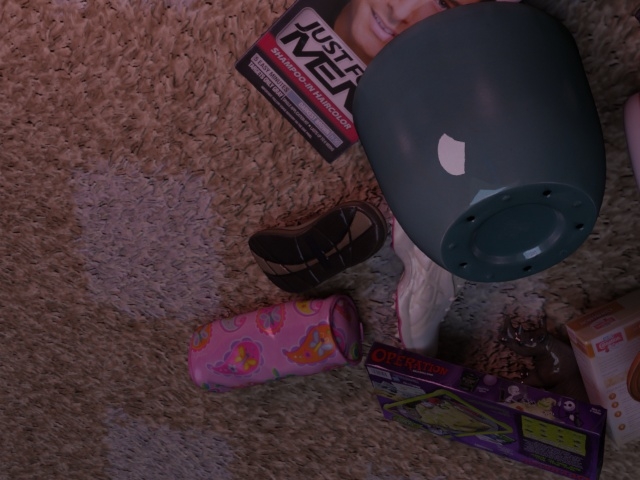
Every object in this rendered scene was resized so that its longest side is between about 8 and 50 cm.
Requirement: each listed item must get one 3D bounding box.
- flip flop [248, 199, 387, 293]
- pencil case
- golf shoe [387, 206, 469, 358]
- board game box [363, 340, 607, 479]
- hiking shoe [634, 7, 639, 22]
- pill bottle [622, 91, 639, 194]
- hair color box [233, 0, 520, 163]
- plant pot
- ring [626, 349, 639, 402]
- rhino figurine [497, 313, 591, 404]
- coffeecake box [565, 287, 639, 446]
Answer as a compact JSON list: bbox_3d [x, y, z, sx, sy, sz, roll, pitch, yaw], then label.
[{"bbox_3d":[0.000,0.000,1.412,0.277,0.080,0.112,-24,101,44],"label":"flip flop"},{"bbox_3d":[-0.073,0.167,1.522,0.284,0.124,0.124,-16,113,26],"label":"pencil case"},{"bbox_3d":[0.172,0.051,1.379,0.140,0.115,0.306,2,121,12],"label":"golf shoe"},{"bbox_3d":[0.245,0.258,1.422,0.347,0.056,0.208,14,147,22],"label":"board game box"},{"bbox_3d":[0.454,-0.229,1.073,0.086,0.227,0.114,-40,65,60],"label":"hiking shoe"},{"bbox_3d":[0.554,-0.120,1.098,0.363,0.210,0.210,-16,113,25],"label":"pill bottle"},{"bbox_3d":[0.086,-0.288,1.206,0.185,0.113,0.374,45,121,-10],"label":"hair color box"},{"bbox_3d":[0.201,-0.093,1.138,0.293,0.235,0.293,-7,143,-5],"label":"plant pot"},{"bbox_3d":[0.531,0.095,1.219,0.337,0.032,0.336,-19,144,-14],"label":"ring"},{"bbox_3d":[0.344,0.198,1.428,0.106,0.073,0.243,-23,112,34],"label":"rhino figurine"},{"bbox_3d":[0.446,0.176,1.354,0.142,0.068,0.185,-24,112,-4],"label":"coffeecake box"}]
